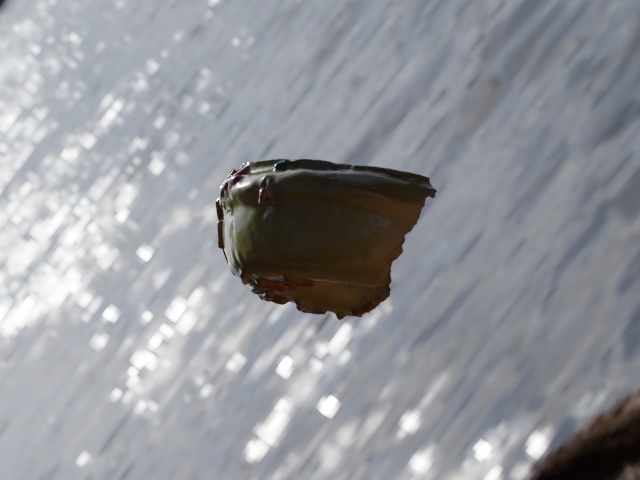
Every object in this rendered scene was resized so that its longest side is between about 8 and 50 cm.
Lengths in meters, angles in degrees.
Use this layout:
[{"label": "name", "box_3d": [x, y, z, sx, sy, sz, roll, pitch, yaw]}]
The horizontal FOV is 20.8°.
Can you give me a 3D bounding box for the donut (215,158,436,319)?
[{"label": "donut", "box_3d": [-0.004, 0.000, 0.931, 0.166, 0.108, 0.065, 121, 158, -79]}]
